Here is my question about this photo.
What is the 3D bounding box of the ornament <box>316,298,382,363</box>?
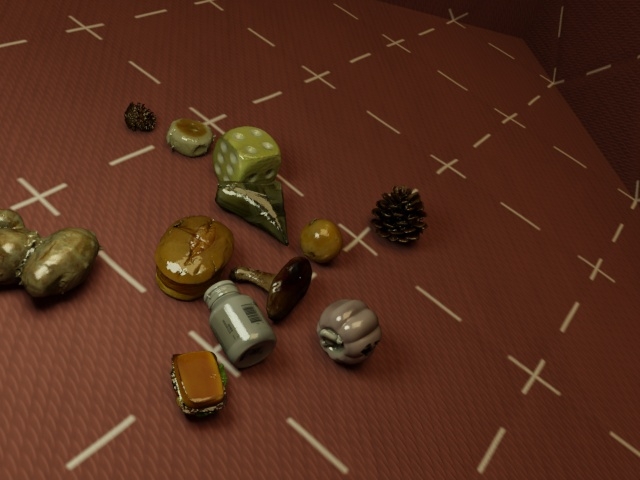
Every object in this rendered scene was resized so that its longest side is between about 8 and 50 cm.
[{"bbox_3d":[0.072,0.251,1.698,0.177,0.177,0.177,13,43,-12],"label":"ornament"}]

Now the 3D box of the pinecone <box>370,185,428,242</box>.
[{"bbox_3d":[0.274,-0.093,2.127,0.208,0.207,0.207,13,43,-12],"label":"pinecone"}]

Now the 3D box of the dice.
[{"bbox_3d":[-0.246,-0.267,2.077,0.169,0.169,0.166,-19,56,-38],"label":"dice"}]

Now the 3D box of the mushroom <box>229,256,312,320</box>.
[{"bbox_3d":[-0.150,0.107,1.792,0.217,0.148,0.227,21,34,20],"label":"mushroom"}]

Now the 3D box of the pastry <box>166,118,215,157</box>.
[{"bbox_3d":[-0.447,-0.356,2.137,0.166,0.088,0.166,16,41,-14],"label":"pastry"}]

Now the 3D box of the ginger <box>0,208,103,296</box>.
[{"bbox_3d":[-0.726,0.030,1.562,0.304,0.155,0.244,19,44,-7],"label":"ginger"}]

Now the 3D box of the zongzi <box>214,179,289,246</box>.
[{"bbox_3d":[-0.216,-0.080,1.954,0.221,0.112,0.242,2,55,-19],"label":"zongzi"}]

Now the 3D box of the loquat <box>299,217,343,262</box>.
[{"bbox_3d":[0.000,0.000,1.946,0.141,0.141,0.141,13,43,-12],"label":"loquat"}]

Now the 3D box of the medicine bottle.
[{"bbox_3d":[-0.218,0.212,1.628,0.135,0.135,0.215,-14,54,-35],"label":"medicine bottle"}]

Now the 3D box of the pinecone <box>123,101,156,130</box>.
[{"bbox_3d":[-0.615,-0.414,2.122,0.109,0.102,0.102,35,34,-31],"label":"pinecone"}]

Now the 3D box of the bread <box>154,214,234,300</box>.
[{"bbox_3d":[-0.353,0.040,1.738,0.195,0.142,0.269,26,44,2],"label":"bread"}]

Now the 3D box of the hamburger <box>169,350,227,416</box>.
[{"bbox_3d":[-0.290,0.346,1.494,0.137,0.087,0.166,-1,49,-27],"label":"hamburger"}]
